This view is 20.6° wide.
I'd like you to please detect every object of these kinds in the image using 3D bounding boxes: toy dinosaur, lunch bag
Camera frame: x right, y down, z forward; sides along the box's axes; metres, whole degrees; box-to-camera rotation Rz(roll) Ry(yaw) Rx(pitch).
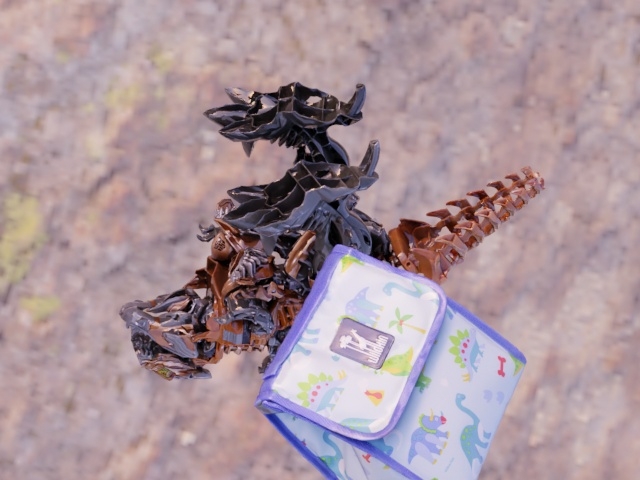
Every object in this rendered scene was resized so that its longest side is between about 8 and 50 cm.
[{"bbox_3d":[0.000,0.000,1.339,0.322,0.164,0.218,-32,130,-14],"label":"toy dinosaur"},{"bbox_3d":[0.042,0.093,1.135,0.151,0.096,0.128,37,58,-16],"label":"lunch bag"}]
